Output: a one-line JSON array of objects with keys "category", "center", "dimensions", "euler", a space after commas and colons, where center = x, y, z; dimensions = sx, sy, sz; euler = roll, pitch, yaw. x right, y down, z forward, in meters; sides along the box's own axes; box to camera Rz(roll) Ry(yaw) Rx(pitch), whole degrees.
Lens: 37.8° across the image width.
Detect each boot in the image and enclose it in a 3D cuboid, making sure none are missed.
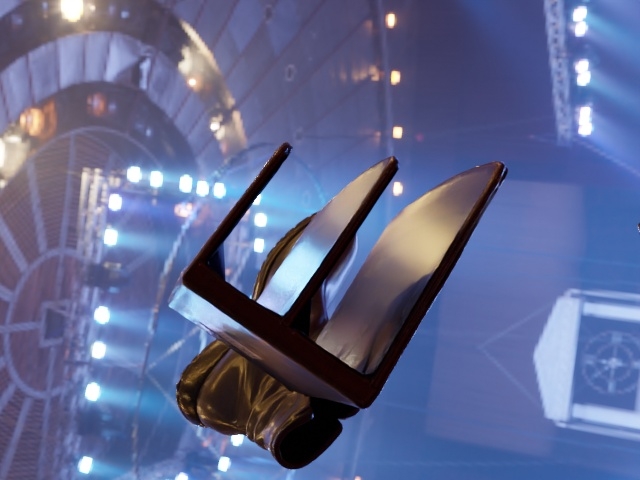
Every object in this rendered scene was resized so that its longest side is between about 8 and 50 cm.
[{"category": "boot", "center": [0.002, 0.110, 1.100], "dimensions": [0.118, 0.222, 0.338], "euler": [50, -118, -34]}]

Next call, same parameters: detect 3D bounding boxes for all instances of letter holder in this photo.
[{"category": "letter holder", "center": [0.000, 0.000, 0.766], "dimensions": [0.214, 0.152, 0.302], "euler": [-56, 5, -12]}]

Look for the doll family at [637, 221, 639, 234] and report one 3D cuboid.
[{"category": "doll family", "center": [0.196, -0.041, 0.402], "dimensions": [0.193, 0.111, 0.076], "euler": [-45, -20, -53]}]
